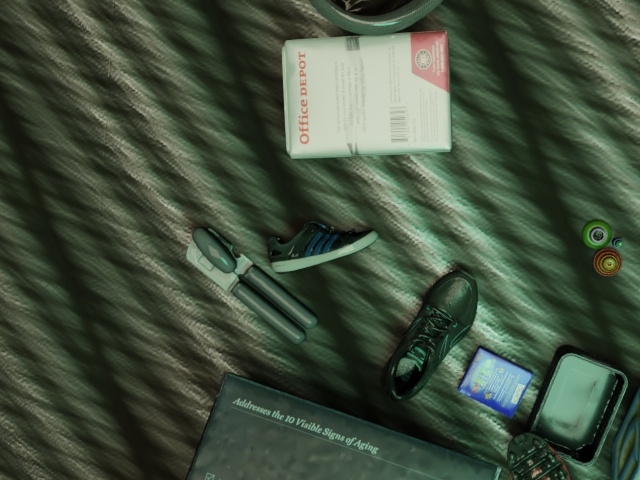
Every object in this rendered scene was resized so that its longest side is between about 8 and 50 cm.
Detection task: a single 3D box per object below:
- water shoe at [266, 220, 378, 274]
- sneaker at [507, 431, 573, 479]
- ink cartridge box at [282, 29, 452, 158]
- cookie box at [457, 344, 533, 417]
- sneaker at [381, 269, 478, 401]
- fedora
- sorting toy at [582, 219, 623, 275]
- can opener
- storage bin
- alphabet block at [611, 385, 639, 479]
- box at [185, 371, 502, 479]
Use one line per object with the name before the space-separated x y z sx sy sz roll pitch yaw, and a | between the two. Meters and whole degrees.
water shoe | 0.000 0.000 1.887 0.203 0.073 0.080 -17 90 9
sneaker | 0.407 0.448 1.799 0.098 0.135 0.276 -33 85 11
ink cartridge box | 0.085 -0.251 1.830 0.283 0.117 0.207 -2 95 8
cookie box | 0.312 0.252 1.880 0.107 0.040 0.091 27 98 5
sneaker | 0.198 0.176 1.858 0.101 0.106 0.267 29 97 6
fedora | 0.105 -0.465 1.799 0.275 0.124 0.243 -41 85 -1
sorting toy | 0.498 0.013 1.832 0.061 0.042 0.102 -22 91 9
can opener | -0.130 0.084 1.908 0.280 0.093 0.074 39 98 -2
storage bin | 0.447 0.288 1.843 0.122 0.084 0.180 21 98 6
alphabet block | 0.602 0.379 1.742 0.197 0.193 0.192 13 135 6
box | -0.007 0.527 1.756 0.480 0.297 0.471 19 78 6
